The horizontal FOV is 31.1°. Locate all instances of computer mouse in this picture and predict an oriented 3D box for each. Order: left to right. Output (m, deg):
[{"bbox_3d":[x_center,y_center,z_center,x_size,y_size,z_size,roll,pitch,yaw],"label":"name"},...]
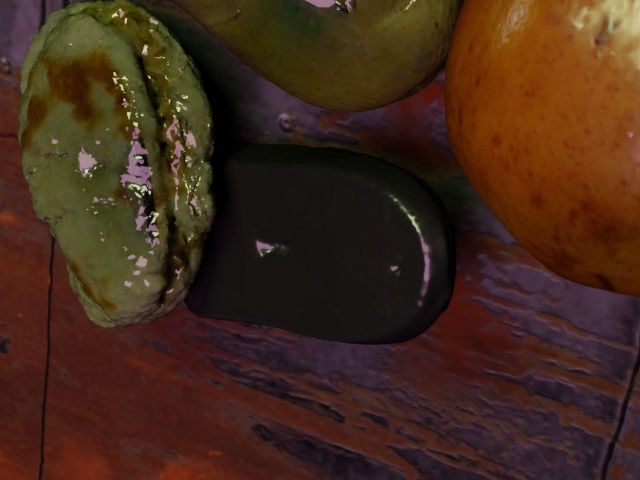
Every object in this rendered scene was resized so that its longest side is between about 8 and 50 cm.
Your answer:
[{"bbox_3d":[0.000,0.000,0.838,0.269,0.086,0.137,7,103,41],"label":"computer mouse"}]

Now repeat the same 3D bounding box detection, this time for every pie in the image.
[{"bbox_3d":[-0.159,-0.058,0.860,0.201,0.090,0.248,-16,87,44],"label":"pie"}]

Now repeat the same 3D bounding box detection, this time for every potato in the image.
[{"bbox_3d":[-0.019,-0.187,0.722,0.248,0.143,0.169,43,129,-1],"label":"potato"}]

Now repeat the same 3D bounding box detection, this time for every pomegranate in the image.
[{"bbox_3d":[0.198,-0.094,0.604,0.264,0.264,0.264,11,119,20],"label":"pomegranate"}]
